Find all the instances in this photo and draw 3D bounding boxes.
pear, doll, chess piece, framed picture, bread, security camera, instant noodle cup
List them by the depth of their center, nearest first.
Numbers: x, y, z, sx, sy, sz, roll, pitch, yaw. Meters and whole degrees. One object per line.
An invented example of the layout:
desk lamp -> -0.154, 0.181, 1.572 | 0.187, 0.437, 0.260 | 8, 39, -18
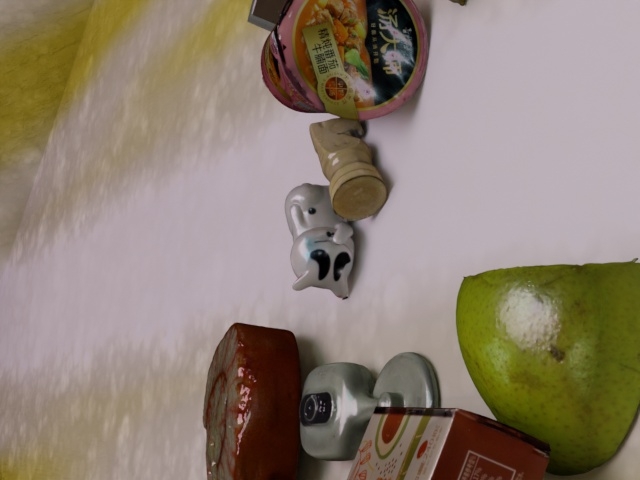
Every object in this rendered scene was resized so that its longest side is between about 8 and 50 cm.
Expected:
pear -> 0.240, 0.149, 1.367 | 0.288, 0.139, 0.239 | -15, 78, 61
security camera -> 0.063, 0.243, 1.739 | 0.301, 0.080, 0.157 | -19, 63, 58
instant noodle cup -> 0.014, -0.291, 1.892 | 0.255, 0.244, 0.243 | 178, 101, -72
chess piece -> 0.039, -0.129, 1.910 | 0.090, 0.090, 0.200 | -61, 31, 33
doll -> 0.000, -0.007, 1.916 | 0.107, 0.110, 0.180 | 120, 149, -50
bread -> -0.114, 0.293, 1.978 | 0.295, 0.114, 0.327 | 115, 157, -47
framed picture -> -0.056, -0.510, 2.319 | 0.296, 0.019, 0.232 | 39, 116, 60

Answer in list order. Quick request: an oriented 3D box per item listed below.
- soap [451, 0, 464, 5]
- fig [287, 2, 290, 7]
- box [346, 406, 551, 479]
soap -> 0.143, -0.450, 1.763 | 0.076, 0.135, 0.233 | -57, 34, 38
fig -> -0.026, -0.407, 2.163 | 0.088, 0.074, 0.074 | 119, 153, -65
box -> 0.088, 0.388, 1.383 | 0.344, 0.122, 0.385 | 147, 147, -76
